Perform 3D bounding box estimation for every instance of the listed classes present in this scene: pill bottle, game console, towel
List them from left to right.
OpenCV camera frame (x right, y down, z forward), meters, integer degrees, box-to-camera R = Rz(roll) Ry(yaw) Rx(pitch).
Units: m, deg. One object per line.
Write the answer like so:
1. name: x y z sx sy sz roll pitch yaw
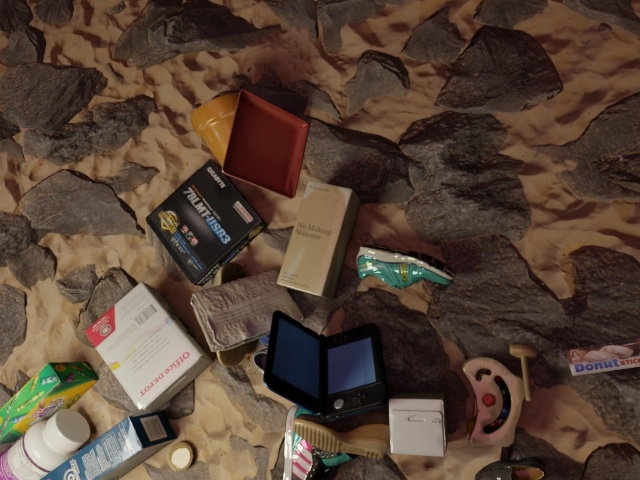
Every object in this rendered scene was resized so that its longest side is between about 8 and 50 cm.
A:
1. pill bottle: -0.852 0.655 1.487 0.301 0.169 0.169 -42 70 3
2. towel: -0.206 0.189 1.382 0.282 0.049 0.187 -17 61 -29
3. game console: 0.016 0.283 1.236 0.250 0.293 0.173 -19 117 11

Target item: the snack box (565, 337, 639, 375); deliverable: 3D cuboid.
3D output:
1. snack box: 0.697 0.282 1.193 0.178 0.022 0.064 -13 76 13

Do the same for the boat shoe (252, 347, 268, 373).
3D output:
1. boat shoe: -0.047 0.370 1.350 0.301 0.102 0.108 21 84 20

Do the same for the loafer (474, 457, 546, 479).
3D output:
1. loafer: 0.453 0.562 1.180 0.170 0.061 0.062 -23 73 11

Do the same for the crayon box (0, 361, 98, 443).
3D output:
1. crayon box: -0.858 0.498 1.527 0.278 0.165 0.081 -44 70 3

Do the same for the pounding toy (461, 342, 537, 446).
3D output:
1. pounding toy: 0.413 0.365 1.187 0.154 0.155 0.269 16 83 15

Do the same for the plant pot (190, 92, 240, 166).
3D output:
1. plant pot: -0.276 -0.326 1.540 0.205 0.205 0.188 -23 87 10

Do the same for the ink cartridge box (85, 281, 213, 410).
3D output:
1. ink cartridge box: -0.507 0.314 1.462 0.226 0.131 0.306 -41 72 -9

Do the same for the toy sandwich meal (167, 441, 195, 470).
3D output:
1. toy sandwich meal: -0.406 0.632 1.437 0.085 0.029 0.085 -4 72 13

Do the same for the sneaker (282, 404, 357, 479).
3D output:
1. sneaker: 0.006 0.584 1.281 0.178 0.124 0.295 -8 74 24

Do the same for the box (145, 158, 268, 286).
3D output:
1. box: -0.364 -0.058 1.561 0.293 0.073 0.295 -42 70 5

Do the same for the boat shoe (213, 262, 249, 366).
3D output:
1. boat shoe: -0.274 0.221 1.462 0.098 0.109 0.302 -24 66 53

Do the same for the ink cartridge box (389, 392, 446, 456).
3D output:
1. ink cartridge box: 0.243 0.445 1.208 0.128 0.176 0.127 -4 76 16

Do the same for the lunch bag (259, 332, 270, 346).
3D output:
1. lunch bag: -0.156 0.253 1.424 0.067 0.065 0.098 -25 64 -33

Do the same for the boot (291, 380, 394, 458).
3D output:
1. boot: 0.065 0.428 1.253 0.248 0.090 0.207 15 41 1

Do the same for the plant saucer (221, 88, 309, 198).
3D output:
1. plant saucer: -0.169 -0.282 1.485 0.048 0.259 0.258 -1 75 51

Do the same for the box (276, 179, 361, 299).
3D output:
1. box: 0.000 0.000 1.411 0.148 0.121 0.311 12 82 19

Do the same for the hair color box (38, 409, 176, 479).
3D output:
1. hair color box: -0.614 0.633 1.419 0.347 0.174 0.105 -36 70 5

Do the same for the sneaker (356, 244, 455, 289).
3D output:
1. sneaker: 0.231 0.083 1.352 0.275 0.107 0.110 11 100 23
